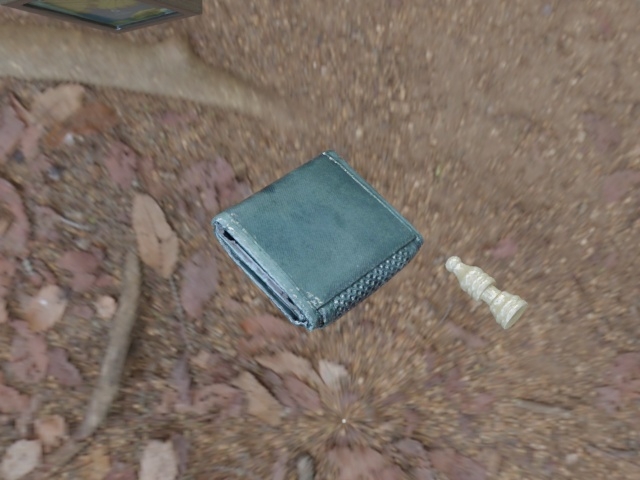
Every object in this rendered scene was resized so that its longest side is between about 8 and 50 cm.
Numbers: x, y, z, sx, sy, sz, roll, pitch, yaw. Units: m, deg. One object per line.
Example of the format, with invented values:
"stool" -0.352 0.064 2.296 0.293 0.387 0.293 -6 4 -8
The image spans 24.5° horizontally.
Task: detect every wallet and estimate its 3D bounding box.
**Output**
"wallet" 0.000 0.000 0.859 0.088 0.129 0.026 44 128 10

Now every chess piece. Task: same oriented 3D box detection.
"chess piece" 0.164 0.048 1.496 0.092 0.035 0.035 41 85 20

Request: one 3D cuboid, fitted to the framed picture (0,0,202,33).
"framed picture" -0.224 -0.248 1.521 0.127 0.168 0.023 -5 83 37
